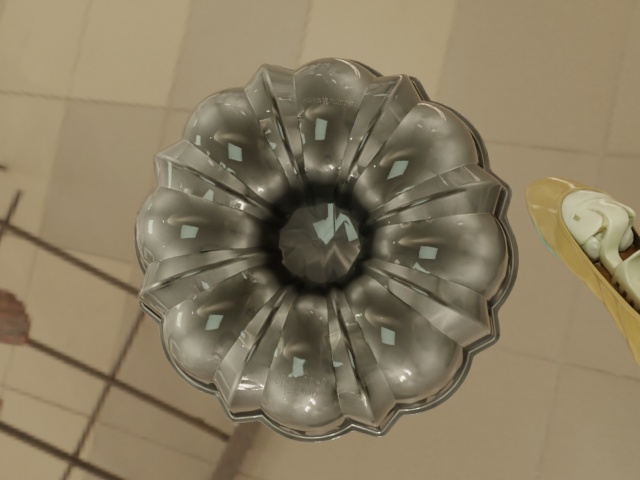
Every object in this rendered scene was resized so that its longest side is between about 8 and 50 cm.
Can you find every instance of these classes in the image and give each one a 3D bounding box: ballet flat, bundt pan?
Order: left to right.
[{"bbox_3d":[0.000,0.000,0.954,0.331,0.124,0.330,0,84,3],"label":"bundt pan"},{"bbox_3d":[0.249,0.014,0.972,0.232,0.080,0.073,58,154,32],"label":"ballet flat"}]
